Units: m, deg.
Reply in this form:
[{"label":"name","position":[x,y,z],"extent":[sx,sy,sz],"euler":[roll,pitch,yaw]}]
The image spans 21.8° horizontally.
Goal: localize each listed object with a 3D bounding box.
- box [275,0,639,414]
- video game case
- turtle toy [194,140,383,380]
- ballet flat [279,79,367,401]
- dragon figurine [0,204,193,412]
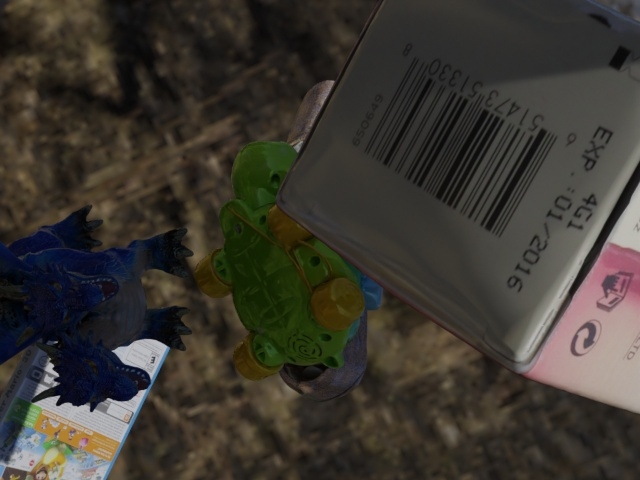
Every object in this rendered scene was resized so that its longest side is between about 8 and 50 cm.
[{"label":"box","position":[0.124,-0.010,0.670],"extent":[0.232,0.127,0.148],"euler":[21,10,-47]},{"label":"video game case","position":[-0.172,0.124,1.103],"extent":[0.015,0.166,0.119],"euler":[20,-10,35]},{"label":"turtle toy","position":[-0.015,0.007,0.873],"extent":[0.066,0.095,0.130],"euler":[-16,77,-45]},{"label":"ballet flat","position":[0.000,0.000,1.604],"extent":[0.106,0.107,0.316],"euler":[-2,89,-61]},{"label":"dragon figurine","position":[-0.172,0.029,0.956],"extent":[0.144,0.289,0.085],"euler":[-5,103,-45]}]
